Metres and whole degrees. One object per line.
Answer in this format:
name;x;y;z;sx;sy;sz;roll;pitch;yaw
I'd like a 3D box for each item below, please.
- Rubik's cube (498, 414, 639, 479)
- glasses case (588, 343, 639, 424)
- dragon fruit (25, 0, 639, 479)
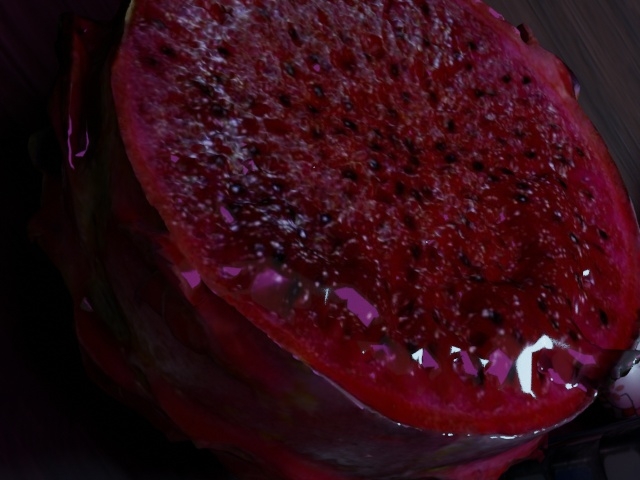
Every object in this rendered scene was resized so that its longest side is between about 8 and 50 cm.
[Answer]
Rubik's cube;0.288;0.242;1.032;0.292;0.287;0.293;-14;82;-25
glasses case;0.197;0.019;1.230;0.103;0.067;0.266;-35;98;-43
dragon fruit;0.000;0.000;0.956;0.371;0.249;0.386;52;43;8
